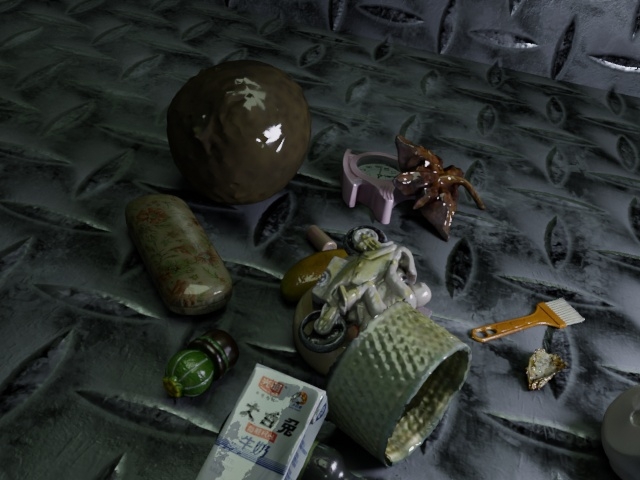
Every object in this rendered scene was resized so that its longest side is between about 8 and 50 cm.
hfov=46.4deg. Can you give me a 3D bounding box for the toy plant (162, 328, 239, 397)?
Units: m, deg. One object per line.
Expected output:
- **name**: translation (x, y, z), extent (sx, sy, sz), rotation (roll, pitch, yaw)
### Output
- **toy plant**: translation (-0.234, 0.241, 1.435), extent (0.093, 0.093, 0.162), rotation (26, 40, 23)

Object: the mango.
- **mango**: translation (0.012, 0.083, 1.730), extent (0.227, 0.099, 0.136), rotation (-14, 40, -17)

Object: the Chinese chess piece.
- **Chinese chess piece**: translation (0.064, 0.187, 1.579), extent (0.249, 0.103, 0.250), rotation (8, 35, -5)

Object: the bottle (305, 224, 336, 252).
- **bottle**: translation (0.000, 0.000, 1.893), extent (0.045, 0.045, 0.096), rotation (-12, 36, -28)

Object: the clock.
- **clock**: translation (0.196, -0.154, 2.139), extent (0.275, 0.080, 0.290), rotation (7, 34, -4)

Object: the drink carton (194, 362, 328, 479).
- **drink carton**: translation (-0.108, 0.361, 1.162), extent (0.130, 0.106, 0.315), rotation (20, 61, 14)

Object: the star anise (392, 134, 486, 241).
- **star anise**: translation (0.325, -0.156, 2.066), extent (0.349, 0.109, 0.292), rotation (47, 52, -13)

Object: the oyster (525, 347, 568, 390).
- **oyster**: translation (0.474, 0.276, 1.609), extent (0.132, 0.029, 0.086), rotation (-16, 35, -28)

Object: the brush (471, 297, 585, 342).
- **brush**: translation (0.479, 0.192, 1.750), extent (0.314, 0.017, 0.090), rotation (-11, 38, -26)

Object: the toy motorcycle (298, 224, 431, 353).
- **toy motorcycle**: translation (0.101, 0.108, 1.491), extent (0.223, 0.108, 0.341), rotation (18, 51, 18)

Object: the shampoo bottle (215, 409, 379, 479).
- **shampoo bottle**: translation (-0.037, 0.379, 1.264), extent (0.284, 0.101, 0.101), rotation (20, 35, 16)

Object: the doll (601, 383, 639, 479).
- **doll**: translation (0.656, 0.383, 1.381), extent (0.221, 0.221, 0.251), rotation (-5, 8, -20)

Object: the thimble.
- **thimble**: translation (0.137, 0.259, 1.343), extent (0.150, 0.271, 0.271), rotation (34, 40, 29)

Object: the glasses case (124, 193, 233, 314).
- **glasses case**: translation (-0.334, 0.021, 1.728), extent (0.156, 0.098, 0.425), rotation (-12, 39, -25)

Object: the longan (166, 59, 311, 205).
- **longan**: translation (-0.214, -0.289, 1.967), extent (0.391, 0.391, 0.391), rotation (6, 34, -4)

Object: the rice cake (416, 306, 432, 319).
- **rice cake**: translation (0.134, 0.128, 1.564), extent (0.206, 0.036, 0.047), rotation (25, 40, 14)
